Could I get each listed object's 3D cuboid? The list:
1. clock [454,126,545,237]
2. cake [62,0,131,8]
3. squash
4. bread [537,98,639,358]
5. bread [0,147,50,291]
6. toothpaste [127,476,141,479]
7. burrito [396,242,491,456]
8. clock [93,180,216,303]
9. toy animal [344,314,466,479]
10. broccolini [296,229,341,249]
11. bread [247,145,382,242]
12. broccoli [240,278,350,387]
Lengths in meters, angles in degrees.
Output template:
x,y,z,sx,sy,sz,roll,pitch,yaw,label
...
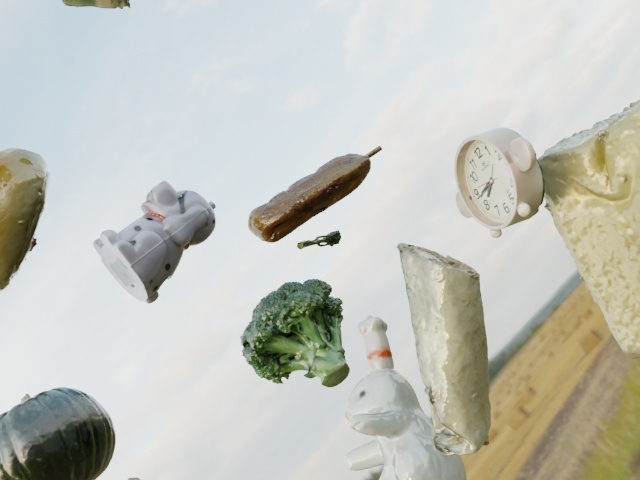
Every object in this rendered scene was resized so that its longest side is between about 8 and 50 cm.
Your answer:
x,y,z,sx,sy,sz,roll,pitch,yaw,label
0.277,-0.094,1.295,0.063,0.155,0.229,-20,-15,-22,clock
-0.494,-0.683,1.873,0.172,0.158,0.283,95,177,-61,cake
-0.434,0.327,1.318,0.218,0.172,0.218,-25,5,3,squash
0.593,-0.061,1.337,0.371,0.390,0.279,-26,4,-32,bread
-0.645,-0.016,1.640,0.171,0.192,0.314,19,-67,-25,bread
-0.405,0.559,1.697,0.043,0.067,0.194,-6,-50,-48,toothpaste
0.133,0.111,0.861,0.087,0.226,0.060,-4,5,39,burrito
-0.326,-0.015,1.753,0.254,0.189,0.189,-45,-14,-23,clock
0.088,0.254,1.166,0.138,0.282,0.140,-18,-32,-25,toy animal
0.000,0.000,1.694,0.035,0.030,0.140,-26,-8,31,broccolini
-0.002,-0.104,1.824,0.344,0.124,0.084,-33,-62,-9,bread
-0.043,0.226,1.915,0.270,0.270,0.270,-31,-34,-23,broccoli
